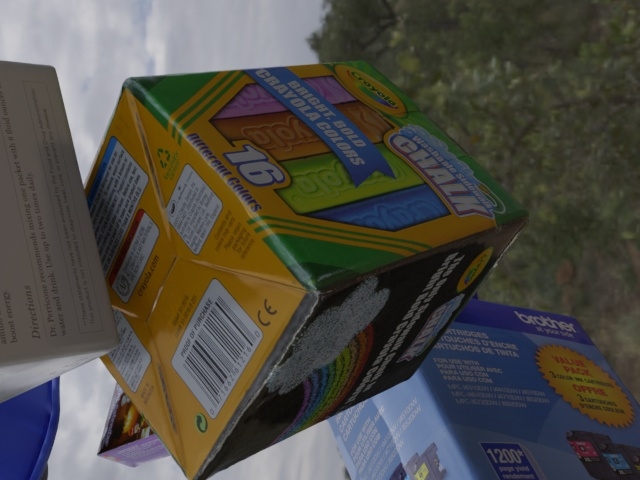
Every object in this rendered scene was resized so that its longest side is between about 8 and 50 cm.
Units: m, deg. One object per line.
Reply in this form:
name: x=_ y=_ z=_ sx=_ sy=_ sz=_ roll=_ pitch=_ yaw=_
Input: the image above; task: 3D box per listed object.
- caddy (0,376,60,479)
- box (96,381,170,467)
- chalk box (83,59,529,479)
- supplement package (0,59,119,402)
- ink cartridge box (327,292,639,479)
caddy: x=-0.408 y=0.248 z=1.098 sx=0.241 sy=0.179 sz=0.341 roll=-55 pitch=24 yaw=11
box: x=-0.169 y=0.111 z=1.107 sx=0.201 sy=0.057 sz=0.293 roll=-29 pitch=43 yaw=47
chalk box: x=0.000 y=0.000 z=0.628 sx=0.289 sy=0.179 sz=0.180 roll=-16 pitch=-35 yaw=-49
supplement package: x=-0.287 y=0.012 z=0.469 sx=0.292 sy=0.175 sz=0.178 roll=-3 pitch=-106 yaw=-47
ink cartridge box: x=0.168 y=0.191 z=0.842 sx=0.151 sy=0.269 sz=0.395 roll=-62 pitch=34 yaw=27
